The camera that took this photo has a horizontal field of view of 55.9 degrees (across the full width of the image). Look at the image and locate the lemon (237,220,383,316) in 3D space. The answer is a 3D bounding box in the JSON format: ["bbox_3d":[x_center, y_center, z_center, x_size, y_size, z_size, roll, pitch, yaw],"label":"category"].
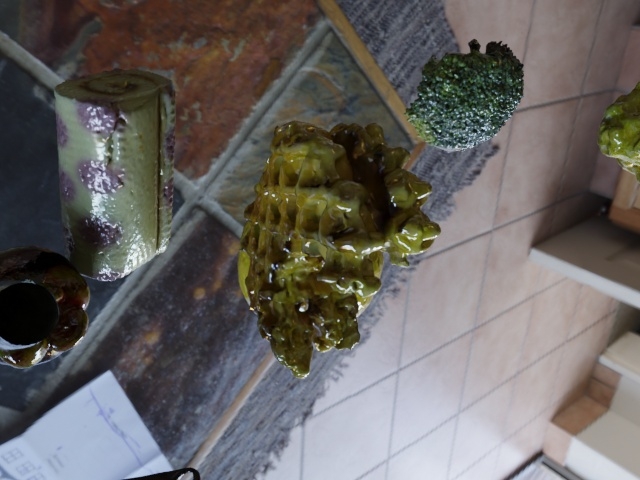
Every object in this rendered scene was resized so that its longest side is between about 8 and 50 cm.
[{"bbox_3d":[-0.023,0.040,1.250,0.336,0.336,0.336,-22,126,-34],"label":"lemon"}]

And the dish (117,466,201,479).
[{"bbox_3d":[-0.241,0.415,0.728,0.303,0.303,0.120,-14,107,-38],"label":"dish"}]

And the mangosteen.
[{"bbox_3d":[-0.471,0.106,0.975,0.209,0.210,0.210,-22,126,-34],"label":"mangosteen"}]

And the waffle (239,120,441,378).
[{"bbox_3d":[0.000,0.000,0.760,0.151,0.261,0.324,-4,148,-29],"label":"waffle"}]

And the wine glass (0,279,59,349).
[{"bbox_3d":[-0.298,0.072,0.565,0.074,0.262,0.074,6,79,-35],"label":"wine glass"}]

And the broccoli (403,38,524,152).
[{"bbox_3d":[0.252,-0.252,1.037,0.226,0.176,0.198,-63,178,-37],"label":"broccoli"}]

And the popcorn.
[{"bbox_3d":[0.598,-0.198,1.055,0.155,0.197,0.198,36,85,-27],"label":"popcorn"}]

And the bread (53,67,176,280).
[{"bbox_3d":[-0.354,-0.110,1.041,0.187,0.155,0.338,-43,148,-55],"label":"bread"}]
